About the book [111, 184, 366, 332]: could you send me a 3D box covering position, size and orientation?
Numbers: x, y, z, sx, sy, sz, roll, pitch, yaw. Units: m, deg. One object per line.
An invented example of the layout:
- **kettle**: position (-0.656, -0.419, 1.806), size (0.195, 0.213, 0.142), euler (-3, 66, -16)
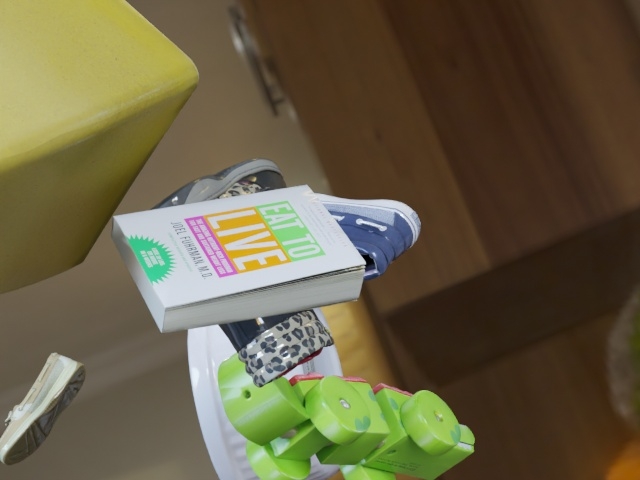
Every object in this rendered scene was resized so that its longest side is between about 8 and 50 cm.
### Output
- **book**: position (-0.056, 0.010, 1.169), size (0.144, 0.096, 0.035), euler (-11, -45, -25)

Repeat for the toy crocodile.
- **toy crocodile**: position (0.030, 0.179, 1.715), size (0.340, 0.105, 0.115), euler (15, -47, -45)

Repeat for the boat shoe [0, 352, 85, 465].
- **boat shoe**: position (-0.330, 0.193, 2.015), size (0.153, 0.048, 0.056), euler (-55, -21, -31)

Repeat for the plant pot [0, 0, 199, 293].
- **plant pot**: position (-0.248, -0.077, 1.149), size (0.212, 0.212, 0.187), euler (-52, -8, 38)

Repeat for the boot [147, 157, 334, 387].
- **boot**: position (-0.053, 0.026, 1.505), size (0.085, 0.178, 0.236), euler (-36, -4, 20)

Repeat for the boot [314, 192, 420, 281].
- **boot**: position (0.000, 0.000, 1.734), size (0.190, 0.069, 0.086), euler (-3, 28, 36)

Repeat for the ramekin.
- **ramekin**: position (-0.054, 0.177, 2.087), size (0.127, 0.273, 0.273), euler (-13, -13, 11)
